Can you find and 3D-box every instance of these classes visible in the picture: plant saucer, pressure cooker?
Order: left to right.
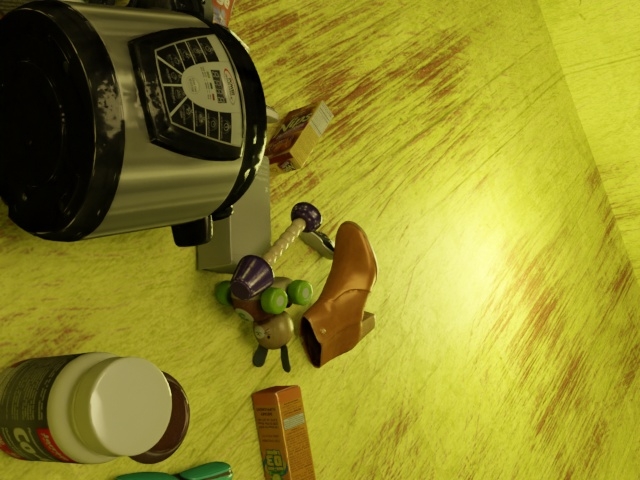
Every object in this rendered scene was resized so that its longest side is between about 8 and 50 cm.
[{"bbox_3d":[-0.296,-0.202,1.310,0.375,0.370,0.420,43,32,27],"label":"pressure cooker"},{"bbox_3d":[-0.297,0.318,1.443,0.168,0.029,0.169,12,73,-46],"label":"plant saucer"}]

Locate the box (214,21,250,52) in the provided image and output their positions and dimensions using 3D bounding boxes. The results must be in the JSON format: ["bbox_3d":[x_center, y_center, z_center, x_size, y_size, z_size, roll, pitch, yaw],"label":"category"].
[{"bbox_3d":[-0.217,-0.310,1.567,0.207,0.036,0.114,-64,162,0],"label":"box"}]

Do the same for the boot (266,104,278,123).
[{"bbox_3d":[-0.163,-0.311,1.701,0.190,0.069,0.086,12,75,-45],"label":"boot"}]

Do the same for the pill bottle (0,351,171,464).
[{"bbox_3d":[-0.363,0.250,1.189,0.161,0.283,0.161,14,71,-46],"label":"pill bottle"}]

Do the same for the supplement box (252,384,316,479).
[{"bbox_3d":[-0.073,0.419,1.636,0.080,0.078,0.234,-10,89,-49],"label":"supplement box"}]

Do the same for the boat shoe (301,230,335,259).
[{"bbox_3d":[0.000,0.000,1.835,0.125,0.046,0.038,40,54,-39],"label":"boat shoe"}]

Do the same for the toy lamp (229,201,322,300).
[{"bbox_3d":[-0.089,0.021,1.562,0.080,0.080,0.275,62,38,-18],"label":"toy lamp"}]

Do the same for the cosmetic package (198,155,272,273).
[{"bbox_3d":[-0.174,-0.054,1.609,0.127,0.107,0.238,7,74,-51],"label":"cosmetic package"}]

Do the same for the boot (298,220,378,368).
[{"bbox_3d":[0.032,0.122,1.777,0.211,0.104,0.295,-26,114,-45],"label":"boot"}]

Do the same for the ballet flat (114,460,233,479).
[{"bbox_3d":[-0.258,0.454,1.420,0.247,0.083,0.087,7,90,-46],"label":"ballet flat"}]

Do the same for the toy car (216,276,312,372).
[{"bbox_3d":[-0.109,0.173,1.609,0.149,0.155,0.188,-14,104,-49],"label":"toy car"}]

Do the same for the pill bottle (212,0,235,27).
[{"bbox_3d":[-0.236,-0.493,1.623,0.121,0.121,0.216,32,59,-40],"label":"pill bottle"}]

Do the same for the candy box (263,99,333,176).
[{"bbox_3d":[-0.057,-0.227,1.775,0.053,0.109,0.187,53,47,-27],"label":"candy box"}]

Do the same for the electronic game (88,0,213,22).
[{"bbox_3d":[-0.313,-0.426,1.485,0.229,0.048,0.229,-8,118,-16],"label":"electronic game"}]

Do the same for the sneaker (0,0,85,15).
[{"bbox_3d":[-0.506,-0.471,1.305,0.366,0.135,0.150,34,61,-40],"label":"sneaker"}]
